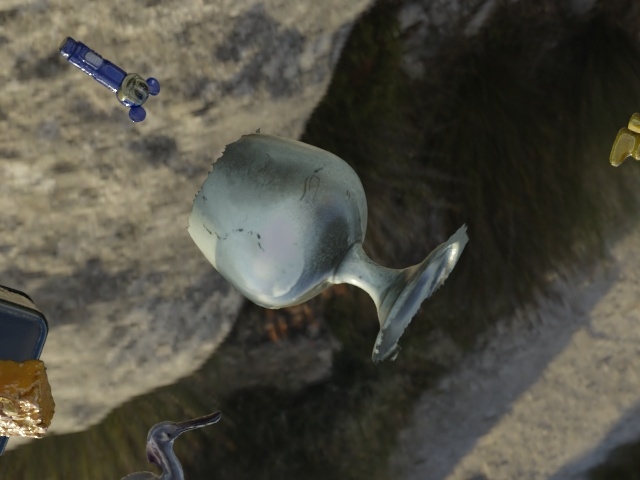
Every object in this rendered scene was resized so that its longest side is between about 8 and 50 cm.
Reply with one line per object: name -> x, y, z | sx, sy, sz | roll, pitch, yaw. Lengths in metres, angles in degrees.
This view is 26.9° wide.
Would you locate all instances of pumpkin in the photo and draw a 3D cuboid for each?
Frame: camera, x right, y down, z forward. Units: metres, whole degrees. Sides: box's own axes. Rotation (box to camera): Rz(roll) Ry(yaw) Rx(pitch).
pumpkin -> -0.256, 0.122, 1.064 | 0.083, 0.054, 0.074 | 1, 145, -5

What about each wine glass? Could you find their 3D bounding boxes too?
wine glass -> 0.000, 0.000, 1.763 | 0.323, 0.238, 0.238 | 31, 131, 13

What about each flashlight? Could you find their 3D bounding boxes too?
flashlight -> -0.231, -0.183, 1.465 | 0.121, 0.057, 0.035 | 35, 160, -25

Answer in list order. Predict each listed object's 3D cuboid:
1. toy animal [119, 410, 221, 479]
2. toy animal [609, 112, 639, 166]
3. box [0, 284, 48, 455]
toy animal -> -0.253, 0.380, 1.929 | 0.195, 0.090, 0.324 | 5, 107, -4
toy animal -> 0.420, -0.079, 1.379 | 0.229, 0.156, 0.156 | 16, 142, 22
box -> -0.401, 0.146, 1.505 | 0.144, 0.090, 0.201 | 22, 90, -31
